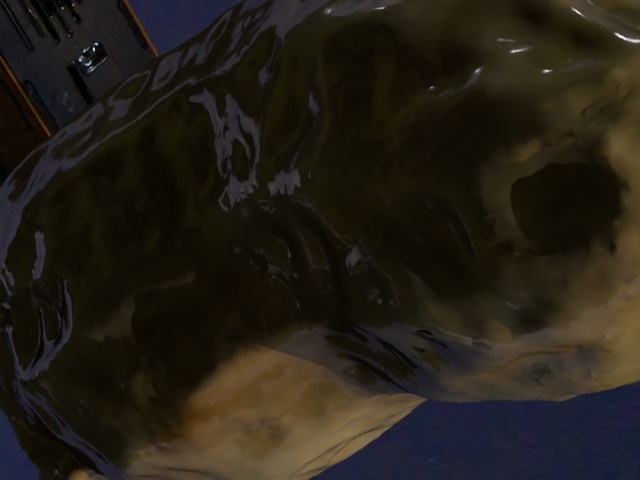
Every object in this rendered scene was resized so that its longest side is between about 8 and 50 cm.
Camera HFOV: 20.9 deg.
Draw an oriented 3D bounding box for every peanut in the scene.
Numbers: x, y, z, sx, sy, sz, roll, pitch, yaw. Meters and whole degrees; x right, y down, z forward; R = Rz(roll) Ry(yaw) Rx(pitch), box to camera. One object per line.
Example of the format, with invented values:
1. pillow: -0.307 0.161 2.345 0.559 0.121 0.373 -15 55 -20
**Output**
1. peanut: 0.000 0.000 0.498 0.140 0.153 0.325 54 -34 -12

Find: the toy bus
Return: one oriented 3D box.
1. toy bus: -0.130 -0.089 0.733 0.088 0.083 0.194 -10 -62 40
